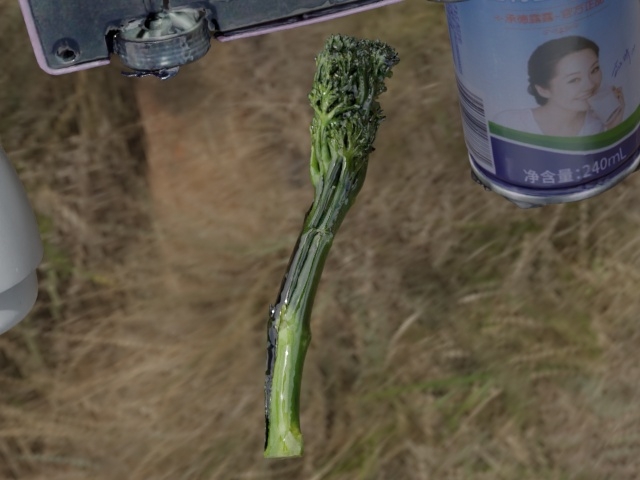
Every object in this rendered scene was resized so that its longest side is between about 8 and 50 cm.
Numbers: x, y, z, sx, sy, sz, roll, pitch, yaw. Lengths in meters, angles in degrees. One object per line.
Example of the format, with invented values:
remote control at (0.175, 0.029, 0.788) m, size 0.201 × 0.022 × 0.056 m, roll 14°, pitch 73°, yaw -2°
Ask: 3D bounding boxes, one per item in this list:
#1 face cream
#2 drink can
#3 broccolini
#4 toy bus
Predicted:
face cream at (-0.218, -0.001, 1.047) m, size 0.117 × 0.117 × 0.104 m, roll 3°, pitch 116°, yaw 20°
drink can at (0.101, -0.131, 0.866) m, size 0.097 × 0.097 × 0.235 m, roll 5°, pitch 134°, yaw 19°
broccolini at (0.000, 0.000, 0.989) m, size 0.054 × 0.051 × 0.239 m, roll 3°, pitch 72°, yaw 32°
toy bus at (-0.021, -0.130, 0.681) m, size 0.199 × 0.108 × 0.096 m, roll -15°, pitch 114°, yaw -12°
